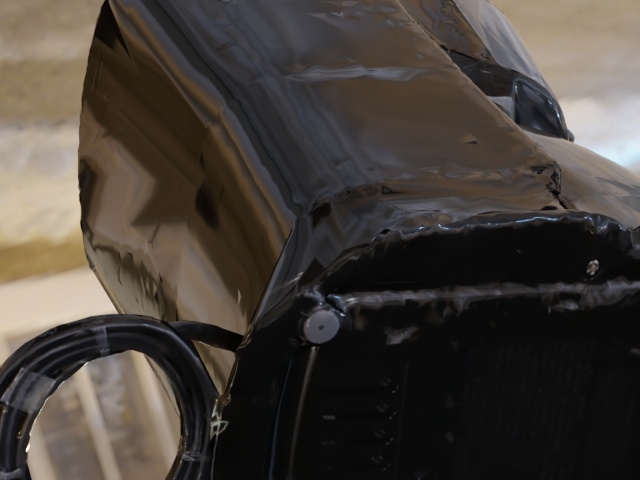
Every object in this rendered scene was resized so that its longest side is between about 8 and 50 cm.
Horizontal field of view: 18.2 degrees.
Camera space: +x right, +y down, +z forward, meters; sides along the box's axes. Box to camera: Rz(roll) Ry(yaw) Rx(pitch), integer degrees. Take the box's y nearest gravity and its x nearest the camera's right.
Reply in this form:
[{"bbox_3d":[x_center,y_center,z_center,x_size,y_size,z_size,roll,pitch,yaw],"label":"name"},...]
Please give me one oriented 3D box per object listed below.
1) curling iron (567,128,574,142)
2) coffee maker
[{"bbox_3d":[0.058,-0.134,1.025,0.035,0.274,0.068,-40,-148,-6],"label":"curling iron"},{"bbox_3d":[0.000,0.000,0.437,0.171,0.120,0.178,21,-165,-27],"label":"coffee maker"}]
